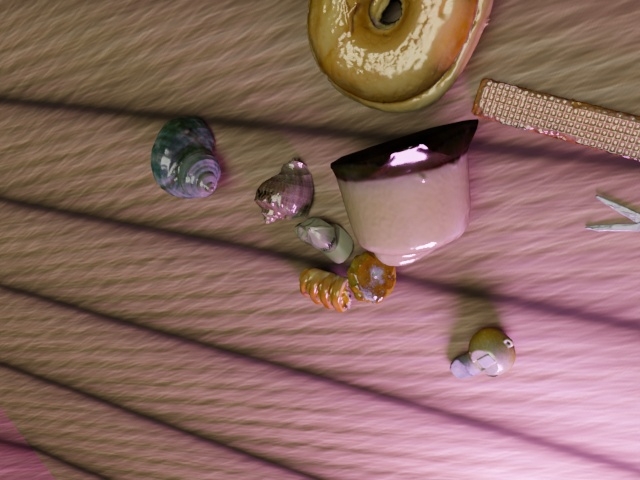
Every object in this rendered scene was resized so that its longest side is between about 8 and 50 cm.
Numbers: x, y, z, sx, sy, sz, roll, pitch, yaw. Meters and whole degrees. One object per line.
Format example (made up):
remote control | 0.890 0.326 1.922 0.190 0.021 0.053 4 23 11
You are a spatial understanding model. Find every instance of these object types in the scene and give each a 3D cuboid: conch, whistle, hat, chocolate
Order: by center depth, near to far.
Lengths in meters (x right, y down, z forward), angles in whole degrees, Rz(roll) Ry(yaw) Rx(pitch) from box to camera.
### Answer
chocolate | 0.217 -0.101 1.278 0.326 0.314 0.297 -10 106 47
whistle | 0.420 0.297 1.417 0.123 0.123 0.223 47 139 7
hat | 0.005 0.002 1.537 0.166 0.081 0.122 46 121 -4
conch | -0.095 -0.132 1.546 0.155 0.130 0.207 28 93 -20
conch | -0.388 -0.226 1.612 0.220 0.195 0.277 -38 58 1

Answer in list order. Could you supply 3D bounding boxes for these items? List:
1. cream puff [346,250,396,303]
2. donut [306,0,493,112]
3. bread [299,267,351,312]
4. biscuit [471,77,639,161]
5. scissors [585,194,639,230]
cream puff | 0.134 0.101 1.482 0.146 0.116 0.146 1 85 -9
donut | 0.170 -0.517 1.242 0.448 0.198 0.449 7 108 24
bread | 0.017 0.141 1.546 0.177 0.084 0.119 17 152 24
biscuit | 0.530 -0.275 1.219 0.378 0.054 0.094 20 111 19
scissors | 0.731 -0.033 1.215 0.247 0.017 0.144 17 110 22
